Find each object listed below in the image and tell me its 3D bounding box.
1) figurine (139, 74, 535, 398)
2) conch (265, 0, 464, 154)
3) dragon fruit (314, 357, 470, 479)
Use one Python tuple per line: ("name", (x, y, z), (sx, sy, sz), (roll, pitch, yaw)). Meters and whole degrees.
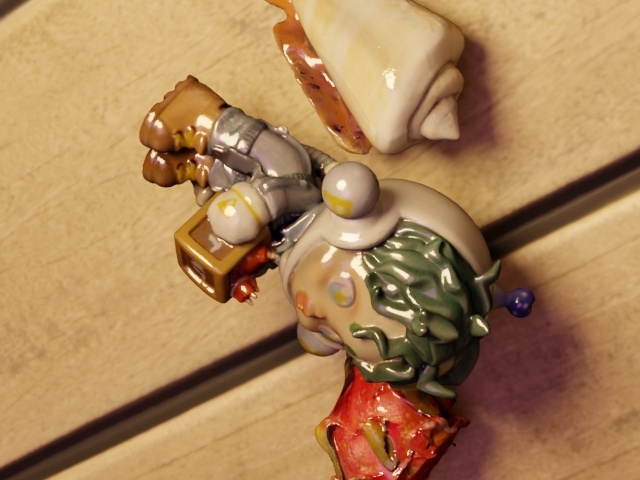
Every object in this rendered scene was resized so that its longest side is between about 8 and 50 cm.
("figurine", (-0.001, 0.000, 1.453), (0.382, 0.261, 0.186), (32, 72, 16))
("conch", (0.052, -0.181, 1.481), (0.255, 0.127, 0.158), (59, 155, 22))
("dragon fruit", (0.068, 0.169, 1.555), (0.150, 0.133, 0.208), (-7, 84, 0))
